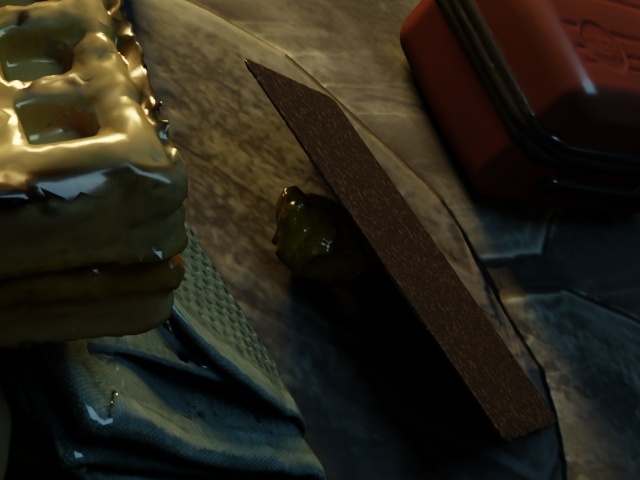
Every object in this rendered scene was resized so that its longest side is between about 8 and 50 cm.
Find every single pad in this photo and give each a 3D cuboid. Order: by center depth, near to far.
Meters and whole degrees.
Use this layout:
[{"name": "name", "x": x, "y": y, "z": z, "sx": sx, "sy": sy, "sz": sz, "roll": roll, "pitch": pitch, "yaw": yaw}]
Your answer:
[{"name": "pad", "x": 0.066, "y": 0.007, "z": 1.122, "sx": 0.330, "sy": 0.004, "sz": 0.220, "roll": 56, "pitch": 13, "yaw": 13}]

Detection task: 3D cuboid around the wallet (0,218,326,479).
[{"name": "wallet", "x": -0.134, "y": -0.005, "z": 0.864, "sx": 0.342, "sy": 0.075, "sz": 0.237, "roll": 55, "pitch": 16, "yaw": 29}]

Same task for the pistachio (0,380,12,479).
[{"name": "pistachio", "x": -0.214, "y": 0.123, "z": 0.681, "sx": 0.136, "sy": 0.136, "sz": 0.226, "roll": 33, "pitch": 34, "yaw": -18}]

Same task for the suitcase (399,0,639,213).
[{"name": "suitcase", "x": 0.238, "y": -0.148, "z": 1.393, "sx": 0.297, "sy": 0.161, "sz": 0.236, "roll": 5, "pitch": 52, "yaw": -45}]

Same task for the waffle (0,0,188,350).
[{"name": "waffle", "x": -0.270, "y": -0.062, "z": 0.679, "sx": 0.376, "sy": 0.114, "sz": 0.261, "roll": -6, "pitch": 50, "yaw": -19}]

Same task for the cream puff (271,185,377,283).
[{"name": "cream puff", "x": 0.000, "y": 0.000, "z": 1.087, "sx": 0.083, "sy": 0.058, "sz": 0.083, "roll": 33, "pitch": 15, "yaw": 7}]
